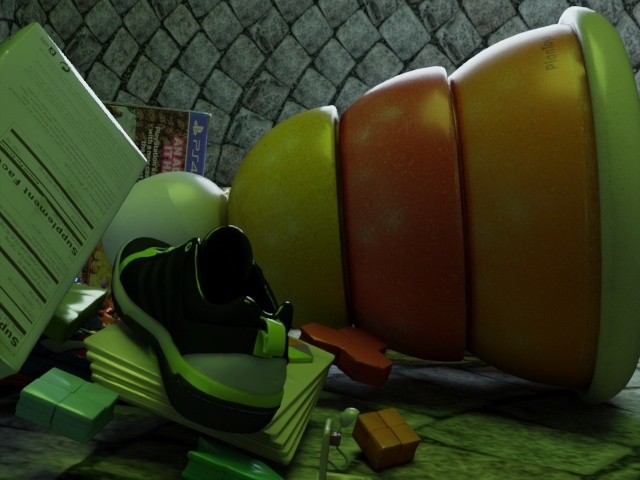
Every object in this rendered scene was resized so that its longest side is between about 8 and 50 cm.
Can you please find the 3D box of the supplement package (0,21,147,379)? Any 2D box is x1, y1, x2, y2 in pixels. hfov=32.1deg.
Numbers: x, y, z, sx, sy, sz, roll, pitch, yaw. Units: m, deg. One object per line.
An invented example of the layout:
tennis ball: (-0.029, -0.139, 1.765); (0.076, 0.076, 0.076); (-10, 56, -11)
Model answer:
supplement package: (-0.239, -0.014, 0.732); (0.139, 0.134, 0.244); (-25, 25, 27)

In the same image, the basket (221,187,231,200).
basket: (-0.085, 0.005, 1.263); (0.113, 0.103, 0.167); (-4, 17, 14)

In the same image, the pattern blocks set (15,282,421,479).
pattern blocks set: (-0.067, 0.086, 0.772); (0.285, 0.026, 0.325); (19, 14, -4)

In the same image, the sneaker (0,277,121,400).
sneaker: (-0.180, 0.073, 0.866); (0.221, 0.087, 0.083); (5, 6, -4)

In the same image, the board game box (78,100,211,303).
board game box: (-0.294, -0.047, 1.272); (0.291, 0.232, 0.141); (3, 5, -31)

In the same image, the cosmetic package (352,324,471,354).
cosmetic package: (0.152, 0.061, 1.201); (0.231, 0.117, 0.085); (4, 5, 0)

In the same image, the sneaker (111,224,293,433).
sneaker: (-0.067, 0.032, 0.712); (0.084, 0.097, 0.234); (12, 17, -30)

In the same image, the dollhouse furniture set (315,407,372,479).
dollhouse furniture set: (-0.007, 0.117, 0.589); (0.091, 0.081, 0.114); (6, 5, 3)

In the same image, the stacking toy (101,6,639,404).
stacking toy: (0.039, -0.023, 1.012); (0.479, 0.351, 0.350); (-2, 4, 6)
